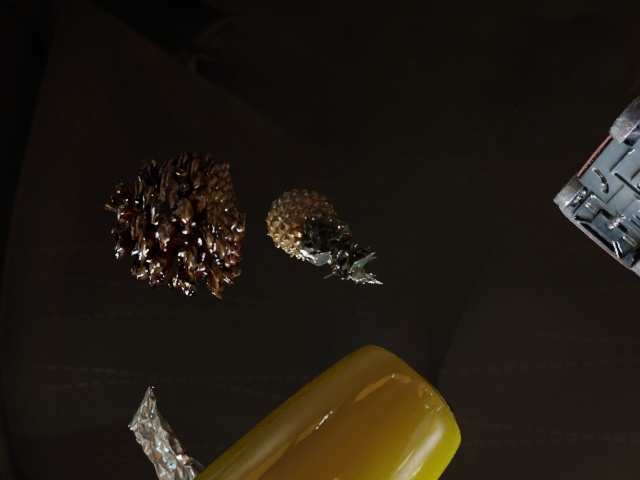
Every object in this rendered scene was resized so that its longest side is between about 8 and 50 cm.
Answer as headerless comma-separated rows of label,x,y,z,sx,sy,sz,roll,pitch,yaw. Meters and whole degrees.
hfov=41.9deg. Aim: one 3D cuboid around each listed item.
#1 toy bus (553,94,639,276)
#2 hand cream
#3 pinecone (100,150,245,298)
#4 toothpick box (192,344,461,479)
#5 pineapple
toy bus,0.535,-0.126,1.264,0.203,0.427,0.233,44,74,12
hand cream,-0.213,0.319,1.233,0.257,0.050,0.084,37,110,39
pinecone,-0.210,-0.023,1.224,0.221,0.221,0.222,2,99,13
toothpick box,0.007,0.230,0.813,0.271,0.175,0.175,-41,87,-19
pineapple,0.000,0.000,1.295,0.125,0.251,0.125,-11,116,-23
